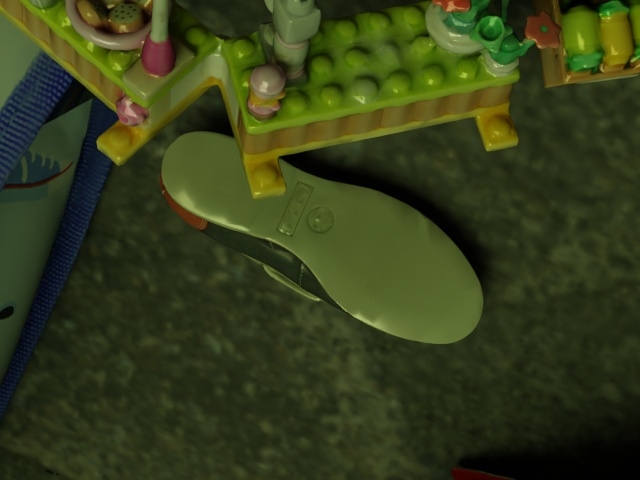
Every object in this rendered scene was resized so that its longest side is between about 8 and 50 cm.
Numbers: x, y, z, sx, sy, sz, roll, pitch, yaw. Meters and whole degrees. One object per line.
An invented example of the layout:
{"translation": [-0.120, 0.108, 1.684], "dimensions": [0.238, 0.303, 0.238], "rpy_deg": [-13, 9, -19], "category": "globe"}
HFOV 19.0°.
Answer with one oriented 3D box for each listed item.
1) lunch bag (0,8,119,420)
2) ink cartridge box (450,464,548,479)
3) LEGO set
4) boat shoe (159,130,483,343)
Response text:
{"translation": [-0.279, -0.006, 0.745], "dimensions": [0.328, 0.239, 0.385], "rpy_deg": [30, 109, 5], "category": "lunch bag"}
{"translation": [0.142, 0.254, 0.699], "dimensions": [0.309, 0.130, 0.272], "rpy_deg": [60, 159, -16], "category": "ink cartridge box"}
{"translation": [-0.017, -0.094, 0.603], "dimensions": [0.287, 0.132, 0.107], "rpy_deg": [20, 154, 4], "category": "LEGO set"}
{"translation": [0.000, 0.000, 0.740], "dimensions": [0.137, 0.049, 0.043], "rpy_deg": [26, 168, 4], "category": "boat shoe"}
